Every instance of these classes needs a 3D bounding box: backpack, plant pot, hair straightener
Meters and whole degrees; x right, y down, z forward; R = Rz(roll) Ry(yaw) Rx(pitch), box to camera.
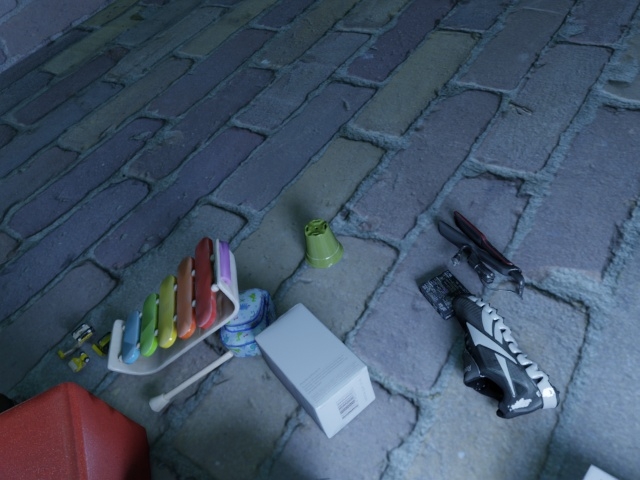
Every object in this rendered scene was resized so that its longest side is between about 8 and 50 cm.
[{"bbox_3d":[-0.137,0.151,0.997,0.104,0.084,0.114,-13,48,9],"label":"backpack"},{"bbox_3d":[0.000,0.000,1.103,0.083,0.079,0.083,-8,45,8],"label":"plant pot"},{"bbox_3d":[-0.376,0.394,0.730,0.267,0.267,0.236,-27,58,-9],"label":"plant pot"},{"bbox_3d":[0.290,0.036,1.013,0.089,0.047,0.230,-28,50,-10],"label":"hair straightener"}]

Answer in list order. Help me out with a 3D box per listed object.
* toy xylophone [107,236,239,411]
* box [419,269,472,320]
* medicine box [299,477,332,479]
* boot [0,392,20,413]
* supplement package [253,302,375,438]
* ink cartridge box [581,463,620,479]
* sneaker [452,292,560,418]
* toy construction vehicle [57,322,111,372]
[{"bbox_3d":[-0.253,0.150,0.970,0.322,0.081,0.236,-42,39,14],"label":"toy xylophone"},{"bbox_3d":[0.230,0.098,0.981,0.067,0.018,0.083,-28,45,-10],"label":"box"},{"bbox_3d":[-0.099,0.458,0.641,0.263,0.149,0.290,-8,45,9],"label":"medicine box"},{"bbox_3d":[-0.594,0.357,0.921,0.082,0.106,0.219,-13,44,4],"label":"boot"},{"bbox_3d":[-0.010,0.209,0.887,0.105,0.105,0.179,-36,48,-18],"label":"supplement package"},{"bbox_3d":[0.373,0.391,0.600,0.219,0.093,0.160,27,60,35],"label":"ink cartridge box"},{"bbox_3d":[0.259,0.179,0.850,0.106,0.078,0.234,-23,48,-9],"label":"sneaker"},{"bbox_3d":[-0.464,0.214,1.077,0.085,0.035,0.098,32,64,25],"label":"toy construction vehicle"}]
